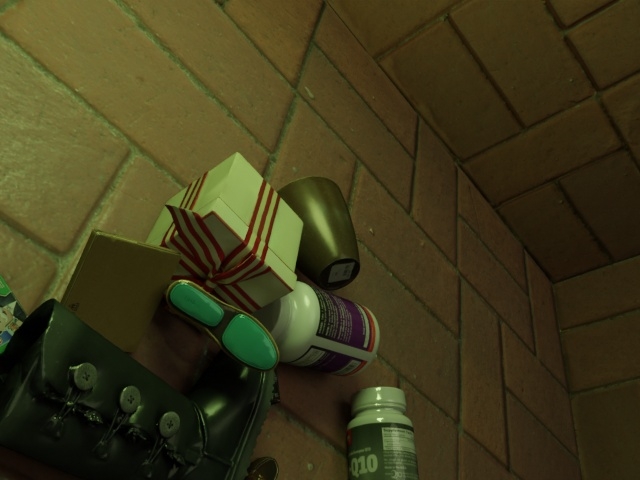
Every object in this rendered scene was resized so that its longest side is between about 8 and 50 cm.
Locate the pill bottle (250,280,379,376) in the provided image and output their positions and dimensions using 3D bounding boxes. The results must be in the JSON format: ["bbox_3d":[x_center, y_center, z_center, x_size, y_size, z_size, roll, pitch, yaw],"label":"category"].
[{"bbox_3d":[-0.022,0.199,1.348,0.323,0.181,0.181,26,49,-44],"label":"pill bottle"}]

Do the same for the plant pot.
[{"bbox_3d":[0.000,0.000,1.414,0.215,0.215,0.230,24,27,-45],"label":"plant pot"}]

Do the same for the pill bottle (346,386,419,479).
[{"bbox_3d":[0.144,0.502,1.391,0.161,0.161,0.283,30,45,-41],"label":"pill bottle"}]

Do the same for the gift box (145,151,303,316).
[{"bbox_3d":[-0.213,0.008,1.166,0.276,0.255,0.258,42,30,-24],"label":"gift box"}]

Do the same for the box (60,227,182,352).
[{"bbox_3d":[-0.343,0.092,0.995,0.164,0.201,0.021,20,9,-46],"label":"box"}]

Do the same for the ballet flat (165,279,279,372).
[{"bbox_3d":[-0.171,0.148,1.050,0.232,0.073,0.080,40,74,-4],"label":"ballet flat"}]

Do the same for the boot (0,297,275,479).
[{"bbox_3d":[-0.289,0.232,0.985,0.445,0.146,0.367,40,40,-32],"label":"boot"}]

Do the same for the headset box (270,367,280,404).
[{"bbox_3d":[-0.122,0.308,1.271,0.062,0.032,0.083,18,53,-48],"label":"headset box"}]

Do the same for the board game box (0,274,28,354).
[{"bbox_3d":[-0.570,0.051,0.814,0.317,0.046,0.213,60,34,-7],"label":"board game box"}]

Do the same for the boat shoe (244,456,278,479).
[{"bbox_3d":[-0.132,0.476,1.109,0.073,0.073,0.207,61,32,-3],"label":"boat shoe"}]
